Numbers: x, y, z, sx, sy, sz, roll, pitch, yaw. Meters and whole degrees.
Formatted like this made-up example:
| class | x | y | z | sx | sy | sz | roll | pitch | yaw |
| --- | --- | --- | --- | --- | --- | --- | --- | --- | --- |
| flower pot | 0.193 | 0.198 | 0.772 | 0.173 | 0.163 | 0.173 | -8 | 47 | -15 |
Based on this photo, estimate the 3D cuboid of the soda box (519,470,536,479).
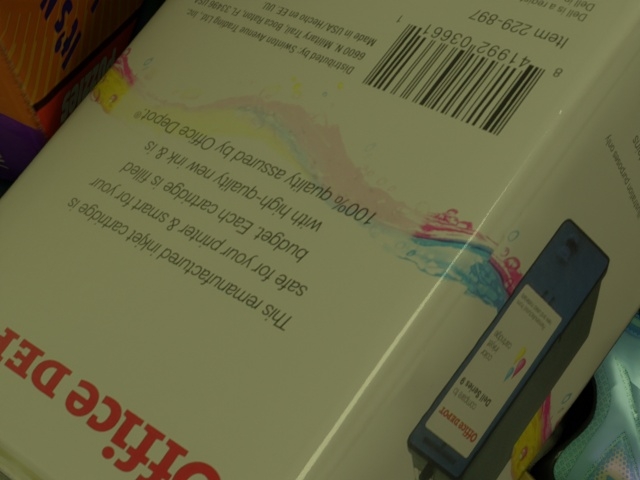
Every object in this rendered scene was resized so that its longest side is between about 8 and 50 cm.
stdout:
| class | x | y | z | sx | sy | sz | roll | pitch | yaw |
| --- | --- | --- | --- | --- | --- | --- | --- | --- | --- |
| soda box | 0.004 | 0.144 | 0.413 | 0.181 | 0.058 | 0.061 | -38 | 78 | -11 |

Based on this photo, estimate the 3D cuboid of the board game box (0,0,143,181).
| class | x | y | z | sx | sy | sz | roll | pitch | yaw |
| --- | --- | --- | --- | --- | --- | --- | --- | --- | --- |
| board game box | -0.202 | -0.270 | 0.369 | 0.356 | 0.356 | 0.356 | 15 | 74 | 3 |

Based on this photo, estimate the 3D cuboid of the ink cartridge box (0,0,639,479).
| class | x | y | z | sx | sy | sz | roll | pitch | yaw |
| --- | --- | --- | --- | --- | --- | --- | --- | --- | --- |
| ink cartridge box | 0.000 | 0.000 | 0.406 | 0.154 | 0.093 | 0.212 | 26 | 71 | 39 |

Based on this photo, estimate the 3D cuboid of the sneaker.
| class | x | y | z | sx | sy | sz | roll | pitch | yaw |
| --- | --- | --- | --- | --- | --- | --- | --- | --- | --- |
| sneaker | 0.099 | 0.012 | 0.451 | 0.073 | 0.063 | 0.162 | 6 | 74 | 4 |
